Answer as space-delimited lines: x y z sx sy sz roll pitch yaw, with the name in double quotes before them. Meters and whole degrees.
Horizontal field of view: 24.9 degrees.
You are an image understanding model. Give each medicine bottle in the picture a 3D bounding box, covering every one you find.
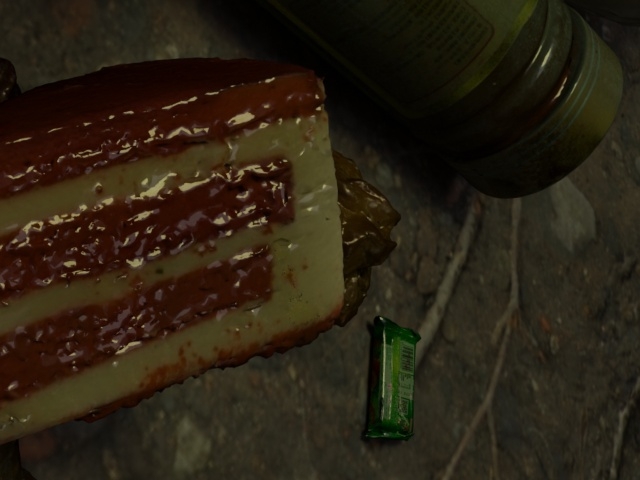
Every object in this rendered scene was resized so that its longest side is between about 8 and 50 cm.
"medicine bottle" 0.068 -0.175 1.044 0.322 0.151 0.151 37 54 -34

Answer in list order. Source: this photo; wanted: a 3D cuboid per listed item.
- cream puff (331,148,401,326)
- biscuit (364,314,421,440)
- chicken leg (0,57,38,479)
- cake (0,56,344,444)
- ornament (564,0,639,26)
"cream puff" 0.000 0.000 0.952 0.094 0.116 0.122 28 74 -24
"biscuit" 0.052 0.103 1.046 0.046 0.016 0.089 22 63 -39
"chicken leg" -0.178 0.059 0.778 0.177 0.083 0.322 36 49 -57
"cake" -0.086 0.005 0.715 0.262 0.160 0.158 -50 134 -67
"ornament" 0.288 -0.350 1.192 0.337 0.337 0.337 16 67 -43
